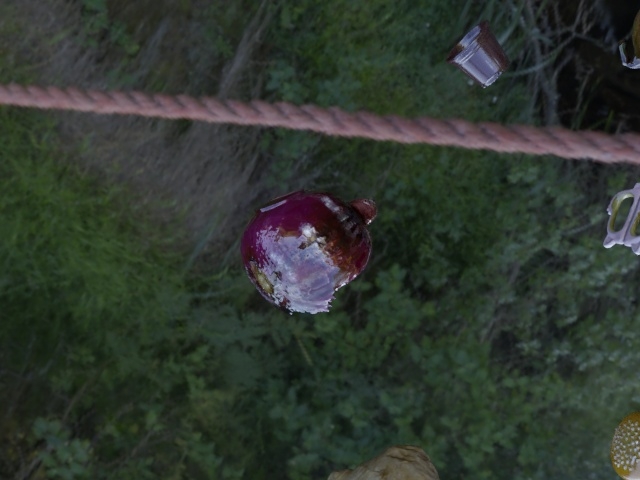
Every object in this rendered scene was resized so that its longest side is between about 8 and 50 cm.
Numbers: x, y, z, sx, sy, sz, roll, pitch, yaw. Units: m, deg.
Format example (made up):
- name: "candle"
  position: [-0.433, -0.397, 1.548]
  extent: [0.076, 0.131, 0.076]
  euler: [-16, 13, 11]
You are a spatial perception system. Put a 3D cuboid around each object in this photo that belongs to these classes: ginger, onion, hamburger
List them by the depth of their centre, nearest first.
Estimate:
- name: "onion"
  position: [-0.009, -0.012, 1.039]
  extent: [0.173, 0.198, 0.135]
  euler: [-16, 116, 50]
- name: "ginger"
  position: [0.062, 0.469, 1.311]
  extent: [0.190, 0.354, 0.126]
  euler: [21, 151, 20]
- name: "hamburger"
  position: [0.671, 0.431, 1.735]
  extent: [0.115, 0.162, 0.162]
  euler: [18, 164, -12]

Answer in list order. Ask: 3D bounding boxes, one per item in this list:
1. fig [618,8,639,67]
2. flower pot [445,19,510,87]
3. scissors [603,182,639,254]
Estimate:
- name: "fig"
  position: [0.850, -0.485, 2.023]
  extent: [0.235, 0.235, 0.214]
  euler: [26, 120, -3]
- name: "flower pot"
  position: [0.303, -0.344, 1.587]
  extent: [0.089, 0.111, 0.111]
  euler: [42, 159, -11]
- name: "scissors"
  position: [0.724, -0.123, 1.869]
  extent: [0.024, 0.317, 0.160]
  euler: [25, 176, -31]
